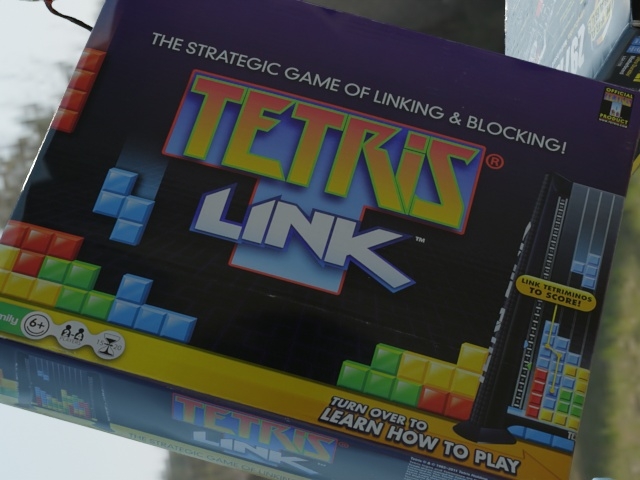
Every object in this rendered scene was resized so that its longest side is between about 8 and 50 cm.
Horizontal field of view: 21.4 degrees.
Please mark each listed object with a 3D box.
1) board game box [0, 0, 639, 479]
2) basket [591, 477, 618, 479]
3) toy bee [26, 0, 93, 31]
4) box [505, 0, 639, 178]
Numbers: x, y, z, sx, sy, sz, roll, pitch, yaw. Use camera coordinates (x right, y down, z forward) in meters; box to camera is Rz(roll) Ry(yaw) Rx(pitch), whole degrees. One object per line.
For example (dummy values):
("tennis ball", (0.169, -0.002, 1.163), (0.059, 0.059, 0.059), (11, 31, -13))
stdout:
("board game box", (0.000, 0.000, 0.501), (0.048, 0.170, 0.141), (100, -174, -60))
("basket", (0.282, 0.284, 1.109), (0.201, 0.289, 0.254), (30, 105, 56))
("toy bee", (-0.144, -0.197, 0.944), (0.195, 0.162, 0.298), (-31, 58, 57))
("box", (0.201, -0.183, 1.190), (0.322, 0.079, 0.257), (111, 163, -66))
